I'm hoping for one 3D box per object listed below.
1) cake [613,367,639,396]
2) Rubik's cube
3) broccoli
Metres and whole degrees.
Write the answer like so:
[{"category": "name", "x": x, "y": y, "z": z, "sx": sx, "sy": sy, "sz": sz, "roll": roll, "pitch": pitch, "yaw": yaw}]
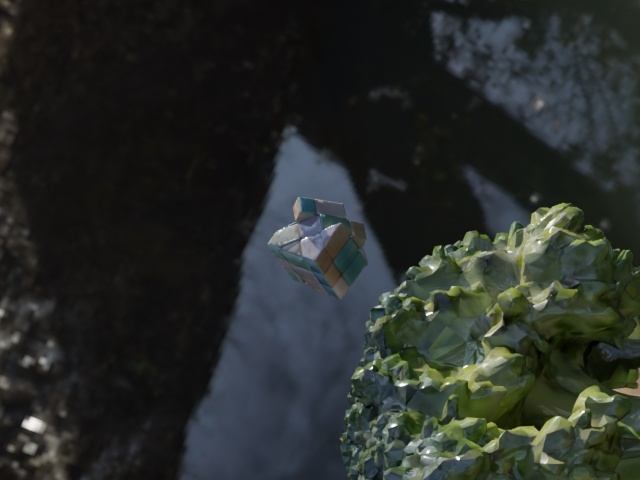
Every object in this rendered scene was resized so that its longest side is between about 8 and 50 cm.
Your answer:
[{"category": "cake", "x": 0.367, "y": 0.283, "z": 1.534, "sx": 0.230, "sy": 0.309, "sz": 0.237, "roll": -121, "pitch": 52, "yaw": -70}, {"category": "Rubik's cube", "x": 0.001, "y": 0.000, "z": 1.386, "sx": 0.084, "sy": 0.075, "sz": 0.073, "roll": 30, "pitch": 72, "yaw": 24}, {"category": "broccoli", "x": 0.136, "y": 0.160, "z": 0.927, "sx": 0.317, "sy": 0.277, "sz": 0.338, "roll": -34, "pitch": 32, "yaw": -23}]
